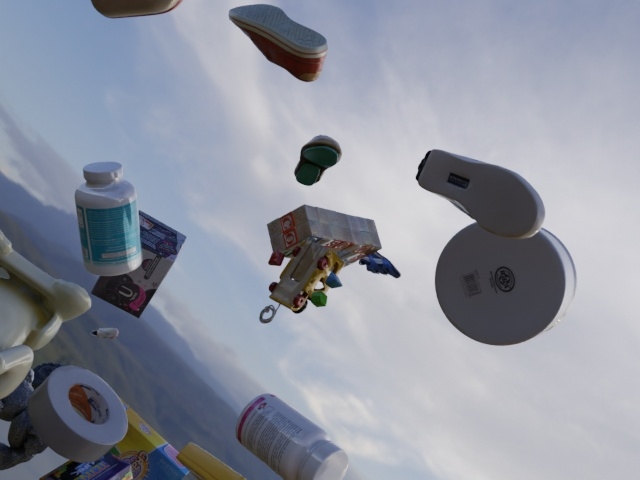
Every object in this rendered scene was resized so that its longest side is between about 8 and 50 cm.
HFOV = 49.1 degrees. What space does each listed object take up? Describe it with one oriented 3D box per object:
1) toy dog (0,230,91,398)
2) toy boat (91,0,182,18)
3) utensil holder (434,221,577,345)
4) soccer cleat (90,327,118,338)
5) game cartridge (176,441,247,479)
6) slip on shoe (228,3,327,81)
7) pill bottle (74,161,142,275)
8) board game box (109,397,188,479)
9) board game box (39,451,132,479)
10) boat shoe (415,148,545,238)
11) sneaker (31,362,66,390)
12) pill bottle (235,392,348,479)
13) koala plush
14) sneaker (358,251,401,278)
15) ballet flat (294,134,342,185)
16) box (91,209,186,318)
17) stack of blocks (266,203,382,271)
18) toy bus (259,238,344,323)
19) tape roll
[{"bbox_3d":[-0.729,0.219,1.372,0.395,0.407,0.284,-25,-62,38],"label":"toy dog"},{"bbox_3d":[-0.421,-0.606,1.648,0.231,0.151,0.150,-1,-72,11],"label":"toy boat"},{"bbox_3d":[0.483,0.102,1.798,0.328,0.327,0.385,37,10,18],"label":"utensil holder"},{"bbox_3d":[-0.559,0.240,1.816,0.083,0.029,0.036,-6,-15,33],"label":"soccer cleat"},{"bbox_3d":[-0.087,0.485,1.169,0.323,0.052,0.285,50,-23,-16],"label":"game cartridge"},{"bbox_3d":[-0.105,-0.456,1.593,0.331,0.123,0.101,41,-39,35],"label":"slip on shoe"},{"bbox_3d":[-0.522,-0.056,1.726,0.146,0.146,0.263,24,-58,42],"label":"pill bottle"},{"bbox_3d":[-0.588,0.682,2.169,0.316,0.242,0.064,41,14,3],"label":"board game box"},{"bbox_3d":[-0.576,0.586,1.727,0.141,0.170,0.048,13,-65,33],"label":"board game box"},{"bbox_3d":[0.354,-0.092,1.415,0.158,0.127,0.340,12,19,-36],"label":"boat shoe"},{"bbox_3d":[-0.902,0.469,2.201,0.109,0.286,0.130,47,-53,41],"label":"sneaker"},{"bbox_3d":[-0.074,0.528,1.809,0.283,0.160,0.160,25,-28,40],"label":"pill bottle"},{"bbox_3d":[-0.753,0.422,1.762,0.203,0.196,0.221,-23,-77,23],"label":"koala plush"},{"bbox_3d":[0.164,0.073,1.937,0.144,0.059,0.053,35,-7,41],"label":"sneaker"},{"bbox_3d":[-0.006,-0.183,1.466,0.080,0.073,0.232,25,-19,-11],"label":"ballet flat"},{"bbox_3d":[-0.515,0.072,1.990,0.163,0.142,0.247,31,-59,-12],"label":"box"},{"bbox_3d":[0.000,0.000,1.798,0.171,0.297,0.087,-27,-113,33],"label":"stack of blocks"},{"bbox_3d":[-0.033,0.102,1.609,0.202,0.190,0.104,-23,-41,20],"label":"toy bus"},{"bbox_3d":[-0.545,0.390,1.584,0.219,0.072,0.219,44,11,-11],"label":"tape roll"}]
